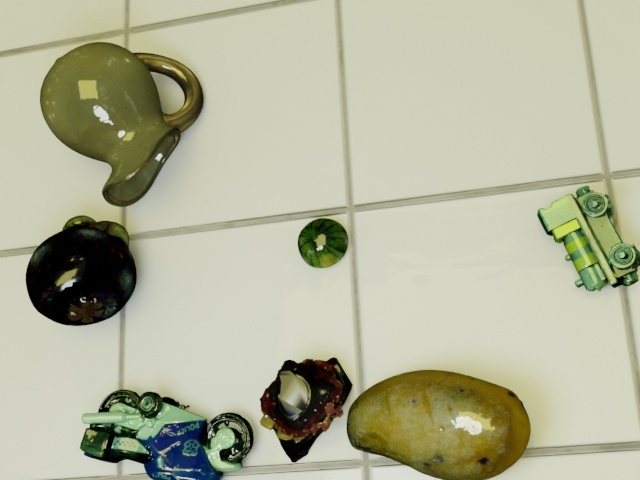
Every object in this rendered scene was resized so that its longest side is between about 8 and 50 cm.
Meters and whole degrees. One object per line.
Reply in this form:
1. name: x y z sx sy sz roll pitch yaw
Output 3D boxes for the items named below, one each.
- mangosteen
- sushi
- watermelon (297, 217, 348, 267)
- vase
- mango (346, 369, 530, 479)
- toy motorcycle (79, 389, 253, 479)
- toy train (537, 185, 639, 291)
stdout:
1. mangosteen: -0.481 0.060 1.836 0.243 0.243 0.243 -4 73 14
2. sushi: -0.034 0.294 1.673 0.172 0.150 0.153 -34 68 3
3. watermelon: 0.000 0.000 1.797 0.105 0.062 0.105 -6 69 17
4. vase: -0.395 -0.275 1.920 0.329 0.241 0.302 -36 79 -25
5. mango: 0.205 0.320 1.605 0.329 0.175 0.176 8 53 35
6. toy motorcycle: -0.296 0.398 1.733 0.331 0.125 0.196 10 76 13
7. toy train: 0.497 0.003 1.660 0.132 0.083 0.200 -28 69 17
